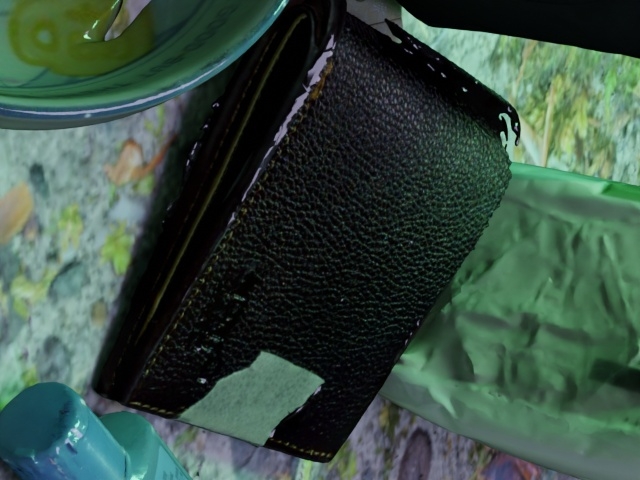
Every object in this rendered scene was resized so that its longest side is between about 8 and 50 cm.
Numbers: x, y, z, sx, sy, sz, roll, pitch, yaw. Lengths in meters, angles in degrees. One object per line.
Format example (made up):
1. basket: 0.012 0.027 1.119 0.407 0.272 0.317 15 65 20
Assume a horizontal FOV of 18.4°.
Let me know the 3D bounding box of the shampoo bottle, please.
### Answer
1. shampoo bottle: -0.098 0.167 1.097 0.258 0.061 0.104 59 40 -45

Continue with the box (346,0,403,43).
1. box: 0.016 -0.166 1.179 0.090 0.024 0.167 -19 115 -49

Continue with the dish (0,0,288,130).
1. dish: -0.145 -0.166 0.864 0.273 0.134 0.273 6 74 -21

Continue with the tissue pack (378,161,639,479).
1. tissue pack: 0.230 0.074 1.346 0.356 0.266 0.194 21 84 -55

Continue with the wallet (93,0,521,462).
1. wallet: 0.000 0.000 1.159 0.221 0.071 0.262 26 94 -55

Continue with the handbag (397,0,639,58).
1. handbag: 0.117 -0.204 1.041 0.275 0.302 0.178 40 73 -45
